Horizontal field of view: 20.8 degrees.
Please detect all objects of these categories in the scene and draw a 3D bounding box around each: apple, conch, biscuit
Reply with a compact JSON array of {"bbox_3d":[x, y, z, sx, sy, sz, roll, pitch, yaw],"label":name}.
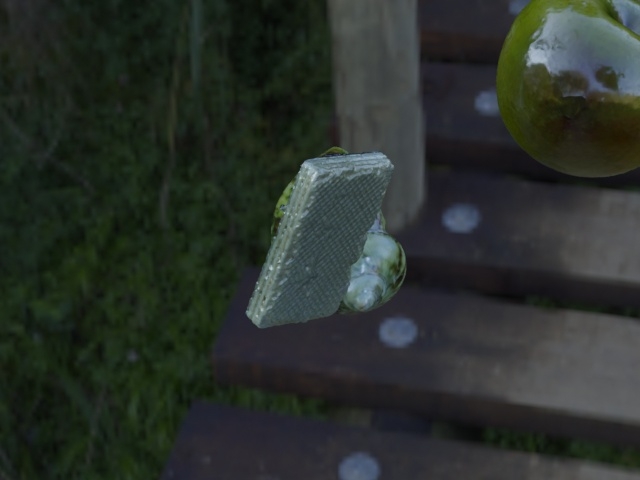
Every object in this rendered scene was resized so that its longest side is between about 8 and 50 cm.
[{"bbox_3d":[0.253,-0.148,1.623,0.196,0.157,0.196,27,35,-21],"label":"apple"},{"bbox_3d":[0.021,0.004,2.056,0.181,0.187,0.124,33,44,31],"label":"conch"},{"bbox_3d":[0.000,0.000,1.833,0.121,0.199,0.040,-7,39,-42],"label":"biscuit"}]
